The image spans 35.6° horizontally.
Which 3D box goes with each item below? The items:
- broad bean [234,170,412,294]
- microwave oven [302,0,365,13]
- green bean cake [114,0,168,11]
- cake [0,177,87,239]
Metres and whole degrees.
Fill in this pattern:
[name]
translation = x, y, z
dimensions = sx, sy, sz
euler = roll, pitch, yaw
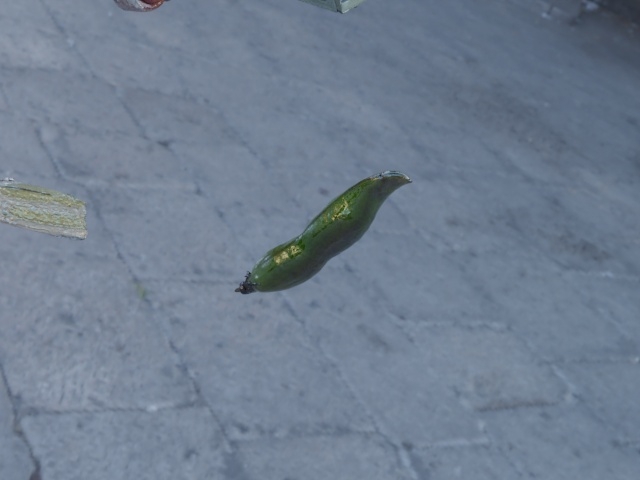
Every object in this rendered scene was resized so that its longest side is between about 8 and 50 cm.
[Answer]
[broad bean]
translation = 0.000, 0.000, 1.432
dimensions = 0.077, 0.339, 0.061
euler = 35, 30, -32
[microwave oven]
translation = 0.052, -0.372, 1.197
dimensions = 0.205, 0.129, 0.163
euler = -33, 35, -19
[green bean cake]
translation = -0.169, -0.314, 1.002
dimensions = 0.135, 0.136, 0.056
euler = -42, 37, -25
[cake]
translation = -0.306, -0.035, 1.106
dimensions = 0.121, 0.052, 0.065
euler = 11, 5, 10
